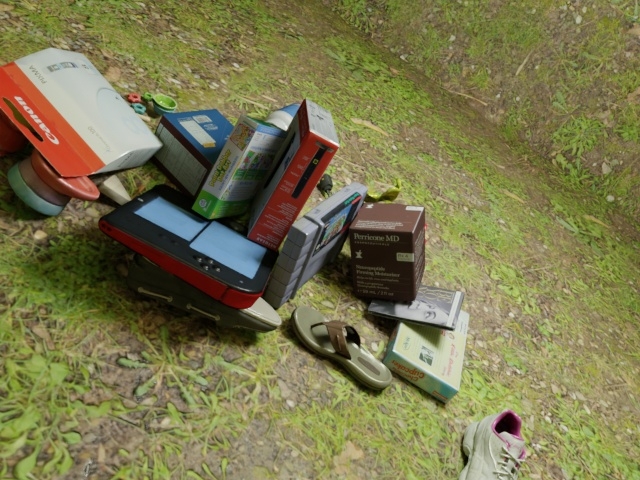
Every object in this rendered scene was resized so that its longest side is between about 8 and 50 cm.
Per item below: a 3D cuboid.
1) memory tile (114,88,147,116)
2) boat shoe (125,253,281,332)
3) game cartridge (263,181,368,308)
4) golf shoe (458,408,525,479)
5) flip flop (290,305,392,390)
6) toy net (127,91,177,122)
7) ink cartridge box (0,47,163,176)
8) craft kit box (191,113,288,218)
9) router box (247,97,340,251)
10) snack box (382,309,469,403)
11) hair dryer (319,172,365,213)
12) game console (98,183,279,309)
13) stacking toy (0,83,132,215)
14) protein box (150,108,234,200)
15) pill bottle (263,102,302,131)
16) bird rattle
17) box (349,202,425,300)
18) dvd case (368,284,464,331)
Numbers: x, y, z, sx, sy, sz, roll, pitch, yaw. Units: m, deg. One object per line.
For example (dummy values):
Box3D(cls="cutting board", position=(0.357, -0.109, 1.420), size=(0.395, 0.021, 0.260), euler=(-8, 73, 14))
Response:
Box3D(cls="memory tile", position=(-0.555, -0.383, 1.722), size=(0.148, 0.012, 0.113), euler=(10, 40, -32))
Box3D(cls="boat shoe", position=(-0.245, 0.120, 1.307), size=(0.335, 0.095, 0.112), euler=(30, 16, -15))
Box3D(cls="game cartridge", position=(0.000, 0.000, 1.525), size=(0.068, 0.230, 0.355), euler=(34, 33, 11))
Box3D(cls="golf shoe", position=(0.373, 0.487, 1.322), size=(0.115, 0.140, 0.306), euler=(30, 35, -9))
Box3D(cls="flip flop", position=(0.056, 0.234, 1.415), size=(0.277, 0.080, 0.112), euler=(37, 33, 4))
Box3D(cls="toy net", position=(-0.505, -0.370, 1.696), size=(0.122, 0.045, 0.232), euler=(42, 34, 11))
Box3D(cls="ink cartridge box", position=(-0.549, -0.295, 1.385), size=(0.308, 0.091, 0.385), euler=(49, 12, -3))
Box3D(cls="craft kit box", position=(-0.186, -0.173, 1.498), size=(0.061, 0.246, 0.250), euler=(29, 10, 9))
Box3D(cls="router box", position=(-0.072, -0.175, 1.558), size=(0.082, 0.301, 0.335), euler=(27, 20, -15))
Box3D(cls="snack box", position=(0.280, 0.252, 1.606), size=(0.187, 0.060, 0.322), euler=(32, 33, 0))
Box3D(cls="hair dryer", position=(0.120, -0.092, 1.885), size=(0.224, 0.080, 0.293), euler=(17, 39, -28))
Box3D(cls="game console", position=(-0.262, -0.004, 1.360), size=(0.342, 0.060, 0.386), euler=(32, 14, -5))
Box3D(cls="stacking toy", position=(-0.591, -0.163, 1.376), size=(0.309, 0.130, 0.279), euler=(56, 13, 25))
Box3D(cls="protein box", position=(-0.302, -0.225, 1.631), size=(0.201, 0.136, 0.200), euler=(45, 34, 15))
Box3D(cls="pill bottle", position=(-0.111, -0.361, 1.981), size=(0.124, 0.124, 0.221), euler=(39, 32, 6))
Box3D(cls="bird rattle", position=(0.207, -0.040, 1.820), size=(0.253, 0.143, 0.207), euler=(62, 31, -20))
Box3D(cls="box", position=(0.179, 0.027, 1.627), size=(0.169, 0.203, 0.167), euler=(4, 28, 19))
Box3D(cls="dvd case", position=(0.251, 0.162, 1.611), size=(0.221, 0.018, 0.164), euler=(11, 31, 17))
